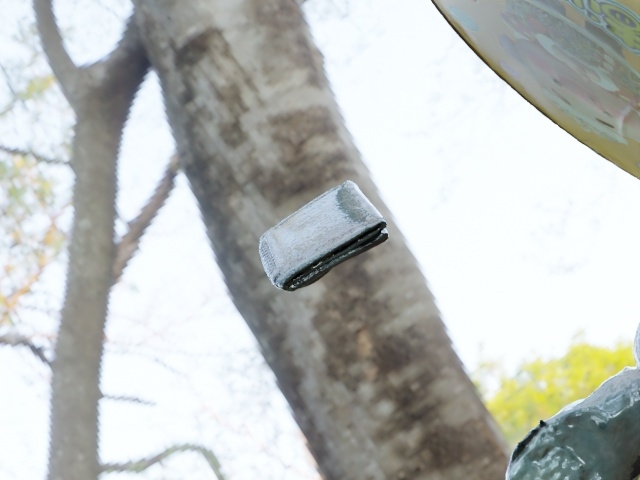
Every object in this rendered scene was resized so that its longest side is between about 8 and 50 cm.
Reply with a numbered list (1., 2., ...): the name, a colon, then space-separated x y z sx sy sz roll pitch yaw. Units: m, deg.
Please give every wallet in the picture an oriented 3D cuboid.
1. wallet: 0.000 0.000 1.041 0.088 0.129 0.026 -31 -73 0

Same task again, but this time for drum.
1. drum: 0.285 -0.216 1.200 0.214 0.431 0.431 -50 -30 -5

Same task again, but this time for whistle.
1. whistle: 0.337 0.162 1.454 0.347 0.189 0.189 -35 -30 6
